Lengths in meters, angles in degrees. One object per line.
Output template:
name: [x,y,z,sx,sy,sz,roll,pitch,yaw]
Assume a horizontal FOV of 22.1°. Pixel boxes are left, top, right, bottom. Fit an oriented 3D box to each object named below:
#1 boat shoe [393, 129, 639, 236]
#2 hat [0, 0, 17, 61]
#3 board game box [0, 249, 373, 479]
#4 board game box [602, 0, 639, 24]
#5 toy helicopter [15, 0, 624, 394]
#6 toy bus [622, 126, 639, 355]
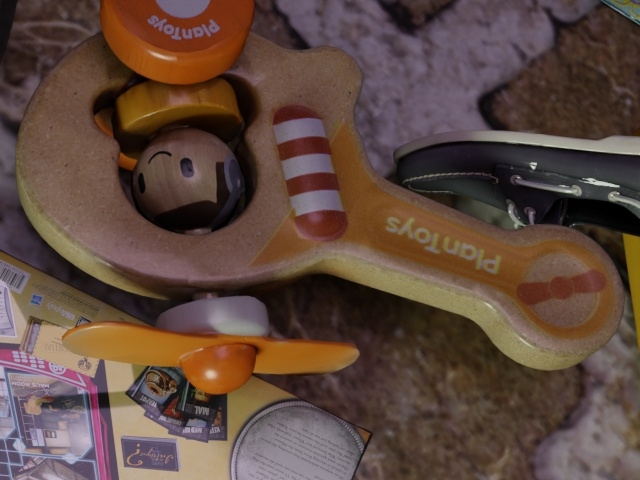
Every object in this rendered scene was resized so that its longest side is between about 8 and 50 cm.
boat shoe: [0.136,-0.028,0.980,0.206,0.075,0.065,3,83,26]
hat: [-0.333,-0.161,0.892,0.331,0.134,0.331,-17,121,-32]
board game box: [-0.113,0.129,0.910,0.243,0.042,0.165,27,66,-5]
board game box: [0.247,-0.308,1.110,0.144,0.142,0.275,31,66,-3]
toy helicopter: [0.000,0.000,0.918,0.355,0.140,0.235,20,61,-6]
toy bus: [0.266,0.023,1.019,0.130,0.108,0.332,0,72,-14]
